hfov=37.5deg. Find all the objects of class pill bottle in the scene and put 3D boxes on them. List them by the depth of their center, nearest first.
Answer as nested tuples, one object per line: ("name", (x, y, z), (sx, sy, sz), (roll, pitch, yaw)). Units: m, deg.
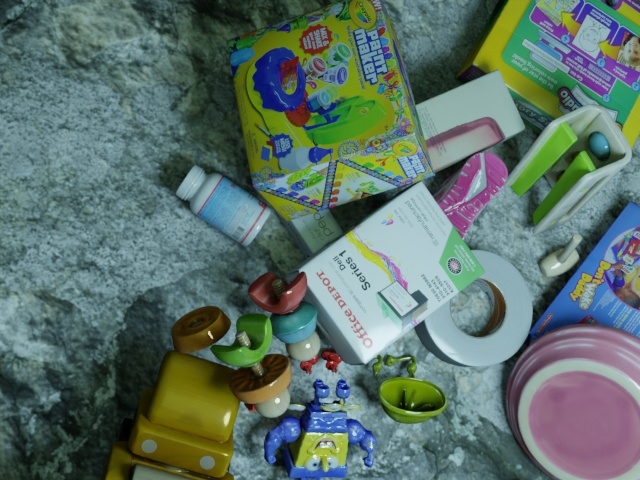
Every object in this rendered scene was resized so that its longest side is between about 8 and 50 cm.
("pill bottle", (-0.175, -0.066, 1.687), (0.160, 0.087, 0.087), (34, 76, -8))

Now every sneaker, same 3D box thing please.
("sneaker", (0.253, -0.057, 1.784), (0.103, 0.111, 0.252), (44, 98, 2))

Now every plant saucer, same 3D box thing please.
("plant saucer", (0.486, 0.316, 1.687), (0.084, 0.332, 0.332), (-27, 89, -56))

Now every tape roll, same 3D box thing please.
("tape roll", (0.285, 0.129, 1.780), (0.219, 0.072, 0.219), (2, 83, -14))

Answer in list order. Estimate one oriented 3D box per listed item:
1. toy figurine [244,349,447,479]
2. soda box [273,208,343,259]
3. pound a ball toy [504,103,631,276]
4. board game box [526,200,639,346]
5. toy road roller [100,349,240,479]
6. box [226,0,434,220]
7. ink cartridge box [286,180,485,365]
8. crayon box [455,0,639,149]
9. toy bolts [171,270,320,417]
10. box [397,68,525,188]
("toy figurine", (0.020, 0.333, 1.683), (0.363, 0.191, 0.217), (4, 112, -20))
("soda box", (0.000, 0.000, 1.730), (0.074, 0.069, 0.216), (-33, 90, -15))
("pound a ball toy", (0.474, -0.087, 1.753), (0.136, 0.319, 0.208), (-23, 73, -16))
("board game box", (0.592, 0.124, 1.803), (0.233, 0.078, 0.347), (36, 74, 21))
("toy road roller", (-0.224, 0.324, 1.503), (0.203, 0.329, 0.240), (18, 101, -10))
("box", (0.017, -0.228, 1.619), (0.279, 0.177, 0.289), (-17, 67, 11))
("ink cartridge box", (0.111, 0.060, 1.652), (0.278, 0.117, 0.201), (-36, 92, -14))
("crayon box", (0.502, -0.364, 1.882), (0.363, 0.106, 0.313), (32, 78, -7))
("toy bolts", (-0.103, 0.172, 1.544), (0.228, 0.218, 0.158), (-43, 121, -39))
("box", (0.238, -0.207, 1.774), (0.232, 0.148, 0.126), (-24, 89, -15))
